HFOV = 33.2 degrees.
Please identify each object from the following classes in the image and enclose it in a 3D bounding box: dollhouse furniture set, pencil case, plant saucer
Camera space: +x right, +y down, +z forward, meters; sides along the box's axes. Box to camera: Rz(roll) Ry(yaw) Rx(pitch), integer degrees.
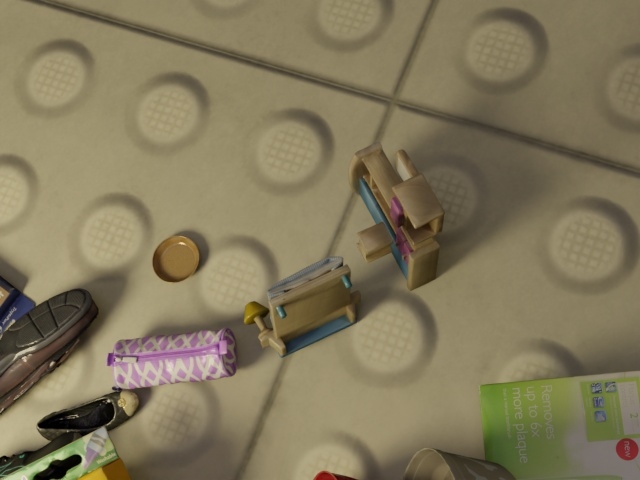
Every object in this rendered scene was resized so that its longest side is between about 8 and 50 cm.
[{"bbox_3d":[0.000,0.000,1.609,0.303,0.286,0.198,-26,68,-8],"label":"dollhouse furniture set"},{"bbox_3d":[-0.235,0.186,1.711,0.206,0.088,0.086,-9,63,9],"label":"pencil case"},{"bbox_3d":[-0.241,0.033,1.801,0.083,0.015,0.083,-4,72,11],"label":"plant saucer"}]

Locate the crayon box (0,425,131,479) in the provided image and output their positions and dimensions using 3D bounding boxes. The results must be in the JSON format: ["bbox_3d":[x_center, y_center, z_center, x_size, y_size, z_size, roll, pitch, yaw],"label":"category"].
[{"bbox_3d":[-0.346,0.467,1.583,0.203,0.083,0.323,-28,85,9],"label":"crayon box"}]

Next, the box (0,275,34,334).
[{"bbox_3d":[-0.615,0.101,1.858,0.225,0.036,0.136,33,83,19],"label":"box"}]

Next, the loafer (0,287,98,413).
[{"bbox_3d":[-0.488,0.198,1.781,0.302,0.095,0.109,-37,38,-5],"label":"loafer"}]

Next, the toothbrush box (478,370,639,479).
[{"bbox_3d":[0.375,0.300,1.512,0.283,0.122,0.206,-6,72,10],"label":"toothbrush box"}]

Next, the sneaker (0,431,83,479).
[{"bbox_3d":[-0.497,0.377,1.706,0.267,0.101,0.106,-37,64,-1],"label":"sneaker"}]

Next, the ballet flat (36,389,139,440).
[{"bbox_3d":[-0.374,0.286,1.732,0.173,0.049,0.057,-21,70,6],"label":"ballet flat"}]

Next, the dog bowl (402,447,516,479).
[{"bbox_3d":[0.191,0.446,1.403,0.102,0.349,0.349,1,71,-13],"label":"dog bowl"}]

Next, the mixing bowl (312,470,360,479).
[{"bbox_3d":[0.054,0.420,1.540,0.098,0.181,0.181,2,70,-21],"label":"mixing bowl"}]
